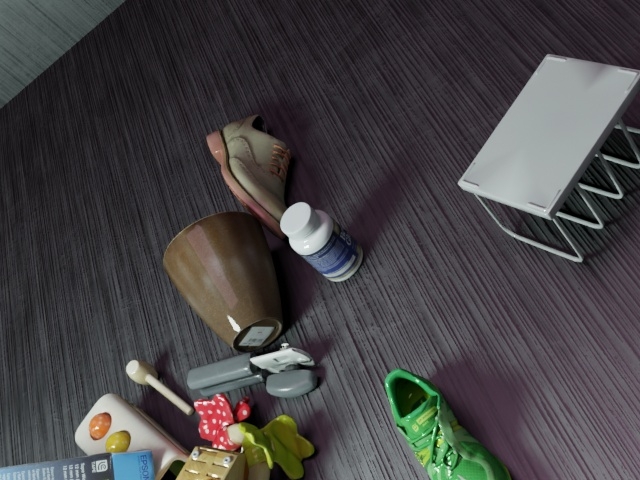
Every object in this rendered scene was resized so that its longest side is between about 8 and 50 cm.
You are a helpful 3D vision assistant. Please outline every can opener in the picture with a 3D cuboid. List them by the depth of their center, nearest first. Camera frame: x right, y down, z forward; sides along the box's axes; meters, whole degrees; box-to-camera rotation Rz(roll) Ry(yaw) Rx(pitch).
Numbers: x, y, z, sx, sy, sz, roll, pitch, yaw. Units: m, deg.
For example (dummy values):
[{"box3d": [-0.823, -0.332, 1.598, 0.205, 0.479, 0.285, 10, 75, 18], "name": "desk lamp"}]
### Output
[{"box3d": [-0.134, 0.256, 1.800, 0.280, 0.074, 0.093, -14, 52, 32], "name": "can opener"}]

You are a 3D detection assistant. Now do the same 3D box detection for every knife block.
[{"box3d": [-0.190, 0.516, 1.582, 0.088, 0.242, 0.275, 5, 45, 28], "name": "knife block"}]

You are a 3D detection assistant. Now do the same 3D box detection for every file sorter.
[{"box3d": [0.408, -0.135, 1.573, 0.193, 0.173, 0.277, 26, 78, 48], "name": "file sorter"}]

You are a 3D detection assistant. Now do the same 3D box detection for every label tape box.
[{"box3d": [-0.456, 0.513, 1.651, 0.115, 0.348, 0.249, 123, 139, -62], "name": "label tape box"}]

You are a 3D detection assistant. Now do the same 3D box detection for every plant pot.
[{"box3d": [-0.168, 0.099, 1.874, 0.215, 0.215, 0.230, -37, 58, 11], "name": "plant pot"}]

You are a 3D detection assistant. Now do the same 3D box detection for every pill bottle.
[{"box3d": [0.000, 0.000, 1.810, 0.094, 0.169, 0.094, -21, 49, 26], "name": "pill bottle"}]

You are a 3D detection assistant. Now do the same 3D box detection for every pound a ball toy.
[{"box3d": [-0.348, 0.368, 1.848, 0.319, 0.136, 0.208, 27, 79, 46], "name": "pound a ball toy"}]

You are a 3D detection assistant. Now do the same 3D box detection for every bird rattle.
[{"box3d": [-0.151, 0.383, 1.689, 0.253, 0.143, 0.207, 5, 80, 45], "name": "bird rattle"}]

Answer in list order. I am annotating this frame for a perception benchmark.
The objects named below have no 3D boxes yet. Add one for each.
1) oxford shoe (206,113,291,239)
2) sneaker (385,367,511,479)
[{"box3d": [-0.129, -0.156, 2.062, 0.146, 0.140, 0.397, -35, 45, 3], "name": "oxford shoe"}, {"box3d": [0.179, 0.310, 1.466, 0.109, 0.123, 0.295, -45, 43, 3], "name": "sneaker"}]
